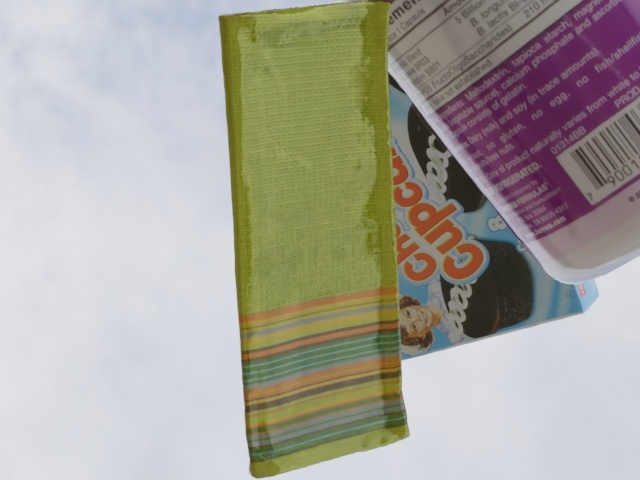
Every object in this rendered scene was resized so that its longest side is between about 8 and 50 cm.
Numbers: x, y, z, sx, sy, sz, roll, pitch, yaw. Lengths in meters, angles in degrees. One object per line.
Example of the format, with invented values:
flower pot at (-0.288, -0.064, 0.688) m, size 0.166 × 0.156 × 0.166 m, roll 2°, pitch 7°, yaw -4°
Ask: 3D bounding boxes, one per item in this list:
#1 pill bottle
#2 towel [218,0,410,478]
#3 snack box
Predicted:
pill bottle at (0.114, -0.138, 0.823) m, size 0.169 × 0.169 × 0.301 m, roll -36°, pitch -88°, yaw 35°
towel at (0.000, 0.000, 0.726) m, size 0.021 × 0.102 × 0.237 m, roll 13°, pitch -69°, yaw 50°
snack box at (0.102, -0.068, 1.258) m, size 0.187 × 0.060 × 0.322 m, roll -18°, pitch -85°, yaw 29°
